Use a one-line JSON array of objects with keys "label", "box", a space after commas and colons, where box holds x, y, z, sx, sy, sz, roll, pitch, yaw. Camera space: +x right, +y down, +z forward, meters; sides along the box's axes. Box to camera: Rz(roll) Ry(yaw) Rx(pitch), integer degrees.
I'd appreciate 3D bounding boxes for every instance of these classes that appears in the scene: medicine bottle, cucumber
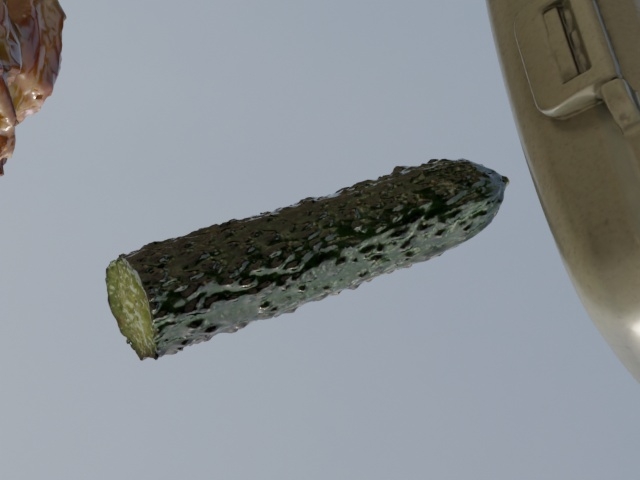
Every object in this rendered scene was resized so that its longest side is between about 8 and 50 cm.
[{"label": "medicine bottle", "box": [0.223, -0.056, 1.184, 0.123, 0.282, 0.375, -25, -133, 19]}, {"label": "cucumber", "box": [0.000, 0.000, 1.446, 0.359, 0.096, 0.096, -20, -148, -25]}]

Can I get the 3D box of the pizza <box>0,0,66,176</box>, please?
[{"label": "pizza", "box": [-0.204, -0.132, 0.746, 0.114, 0.277, 0.409, -21, -132, 13]}]
